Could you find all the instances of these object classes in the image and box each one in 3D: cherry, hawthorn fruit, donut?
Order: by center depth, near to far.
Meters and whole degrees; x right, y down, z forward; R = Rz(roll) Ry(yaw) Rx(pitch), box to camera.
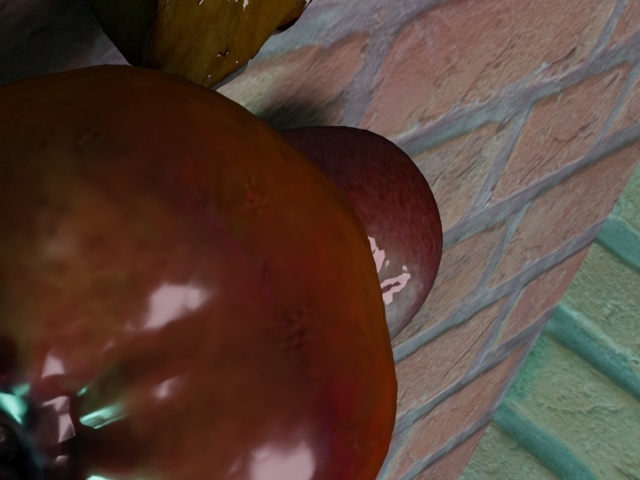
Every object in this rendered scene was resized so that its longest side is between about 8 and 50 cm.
[{"bbox_3d":[-0.168,0.079,1.096,0.472,0.471,0.472,-43,157,-22],"label":"hawthorn fruit"},{"bbox_3d":[-0.077,-0.238,1.179,0.272,0.107,0.272,-46,164,-18],"label":"donut"},{"bbox_3d":[0.000,0.000,1.567,0.261,0.221,0.307,-50,141,-10],"label":"cherry"}]
